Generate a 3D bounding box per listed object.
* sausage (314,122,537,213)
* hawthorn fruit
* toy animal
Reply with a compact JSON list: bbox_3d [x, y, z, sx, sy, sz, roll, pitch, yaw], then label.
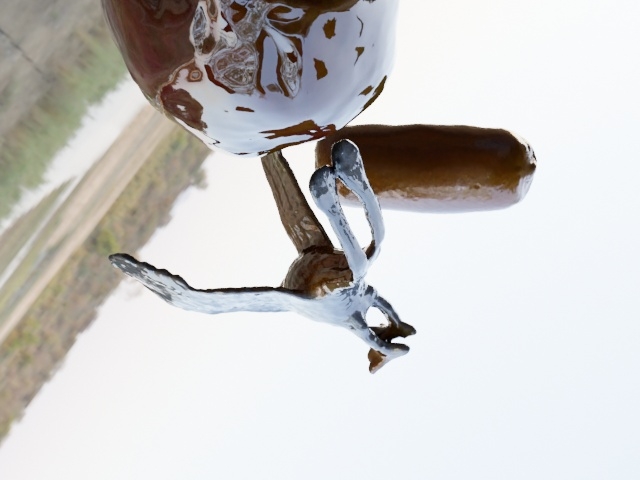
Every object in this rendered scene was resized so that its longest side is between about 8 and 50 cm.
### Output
[{"bbox_3d":[0.108,-0.075,1.020,0.098,0.239,0.098,2,90,-80],"label":"sausage"},{"bbox_3d":[-0.054,-0.157,0.611,0.208,0.208,0.248,-51,174,12],"label":"hawthorn fruit"},{"bbox_3d":[0.012,0.014,0.877,0.284,0.302,0.225,9,-121,52],"label":"toy animal"}]
